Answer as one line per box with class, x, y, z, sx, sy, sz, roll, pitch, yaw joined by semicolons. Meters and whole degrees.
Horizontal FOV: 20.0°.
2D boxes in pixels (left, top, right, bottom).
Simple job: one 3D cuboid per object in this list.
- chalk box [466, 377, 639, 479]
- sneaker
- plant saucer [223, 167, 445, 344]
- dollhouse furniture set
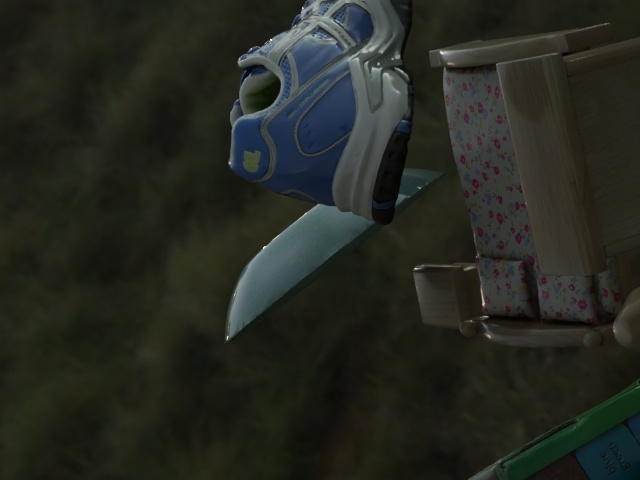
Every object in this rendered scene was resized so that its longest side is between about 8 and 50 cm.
chalk box;0.191;0.193;1.116;0.179;0.180;0.289;-25;-10;-26
sneaker;0.000;-0.085;0.888;0.211;0.081;0.080;-90;9;-62
plant saucer;0.000;0.000;1.261;0.195;0.037;0.195;-37;-3;-2
dollhouse furniture set;0.096;-0.071;1.097;0.173;0.303;0.355;-16;8;-32
